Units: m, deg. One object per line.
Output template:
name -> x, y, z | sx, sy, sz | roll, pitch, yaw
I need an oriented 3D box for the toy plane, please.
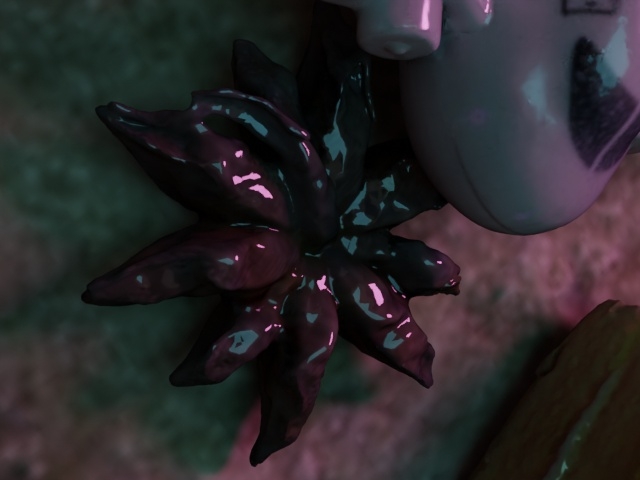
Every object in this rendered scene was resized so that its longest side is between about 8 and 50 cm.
toy plane -> 0.094, -0.126, 0.449 | 0.252, 0.118, 0.252 | 2, 87, -41

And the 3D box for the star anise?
star anise -> 0.000, 0.000, 0.460 | 0.195, 0.065, 0.182 | -34, 112, -26

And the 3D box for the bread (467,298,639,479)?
bread -> 0.178, 0.184, 0.526 | 0.246, 0.111, 0.239 | 39, 79, -23
